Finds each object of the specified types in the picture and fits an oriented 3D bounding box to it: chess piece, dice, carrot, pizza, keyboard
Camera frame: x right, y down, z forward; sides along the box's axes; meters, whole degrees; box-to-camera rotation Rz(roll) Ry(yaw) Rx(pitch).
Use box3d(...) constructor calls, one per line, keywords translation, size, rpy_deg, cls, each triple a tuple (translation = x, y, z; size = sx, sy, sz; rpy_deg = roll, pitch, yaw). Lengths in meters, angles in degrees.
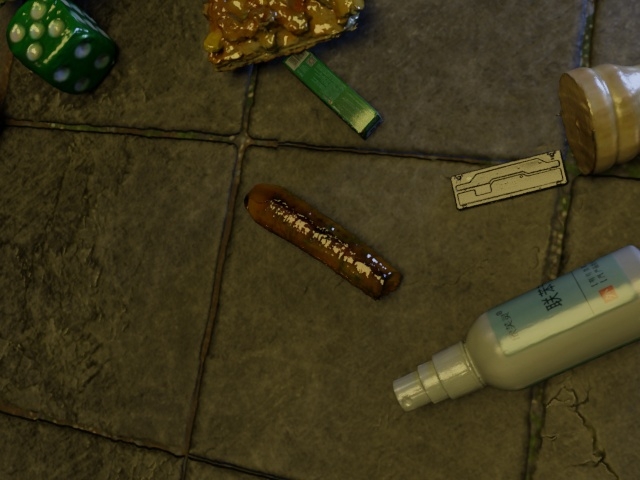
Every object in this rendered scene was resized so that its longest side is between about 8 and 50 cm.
box3d(translation=(0.460, -0.181, 0.943), size=(0.301, 0.137, 0.137), rpy_deg=(-14, 78, 5), cls="chess piece")
box3d(translation=(-0.434, -0.331, 1.279), size=(0.120, 0.128, 0.131), rpy_deg=(-47, 69, 7), cls="dice")
box3d(translation=(0.000, 0.000, 1.106), size=(0.260, 0.070, 0.070), rpy_deg=(35, 95, 19), cls="carrot")
box3d(translation=(-0.069, -0.412, 1.169), size=(0.258, 0.087, 0.268), rpy_deg=(-14, 66, 16), cls="pizza")
box3d(translation=(0.259, -0.083, 1.050), size=(0.155, 0.010, 0.053), rpy_deg=(-13, 79, 18), cls="keyboard")

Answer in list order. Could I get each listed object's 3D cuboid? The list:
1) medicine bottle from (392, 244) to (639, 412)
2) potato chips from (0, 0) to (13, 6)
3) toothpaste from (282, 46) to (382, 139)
box3d(translation=(0.257, 0.129, 0.967), size=(0.352, 0.110, 0.110), rpy_deg=(-28, 74, 15), cls="medicine bottle")
box3d(translation=(-0.452, -0.577, 1.313), size=(0.359, 0.070, 0.429), rpy_deg=(-1, 63, 25), cls="potato chips")
box3d(translation=(0.016, -0.225, 1.147), size=(0.043, 0.037, 0.178), rpy_deg=(-46, 70, 4), cls="toothpaste")
